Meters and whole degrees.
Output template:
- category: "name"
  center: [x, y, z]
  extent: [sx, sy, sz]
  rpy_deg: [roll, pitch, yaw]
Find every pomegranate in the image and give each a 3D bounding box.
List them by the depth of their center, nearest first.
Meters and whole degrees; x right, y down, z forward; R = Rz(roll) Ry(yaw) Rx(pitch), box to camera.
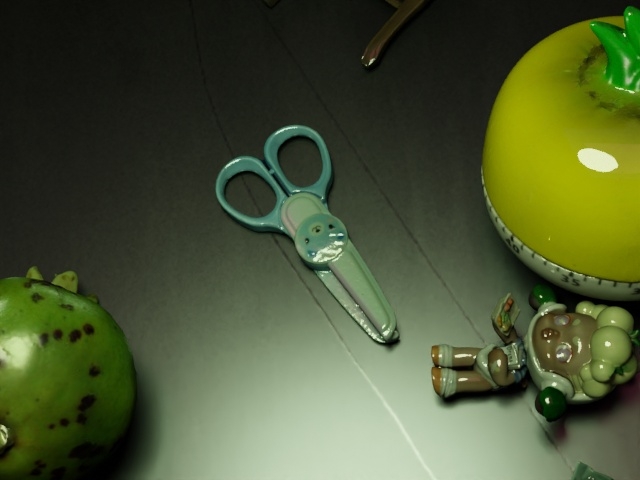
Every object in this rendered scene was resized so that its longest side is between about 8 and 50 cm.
- category: "pomegranate"
  center: [-0.270, 0.123, 1.337]
  extent: [0.211, 0.211, 0.263]
  rpy_deg: [0, 27, 6]

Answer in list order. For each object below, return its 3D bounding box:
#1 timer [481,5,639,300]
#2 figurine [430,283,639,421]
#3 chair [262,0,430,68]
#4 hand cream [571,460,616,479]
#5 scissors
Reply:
- category: "timer"
  center: [0.279, -0.106, 1.286]
  extent: [0.285, 0.285, 0.285]
  rpy_deg: [-2, 68, 5]
- category: "figurine"
  center: [0.201, 0.105, 1.329]
  extent: [0.197, 0.093, 0.147]
  rpy_deg: [-2, 52, 6]
- category: "chair"
  center: [0.078, -0.367, 1.501]
  extent: [0.186, 0.160, 0.319]
  rpy_deg: [35, 77, 23]
- category: "hand cream"
  center: [0.333, 0.283, 1.276]
  extent: [0.247, 0.052, 0.075]
  rpy_deg: [20, 49, 19]
- category: "scissors"
  center: [0.000, 0.000, 1.427]
  extent: [0.125, 0.030, 0.256]
  rpy_deg: [-33, 67, -5]
